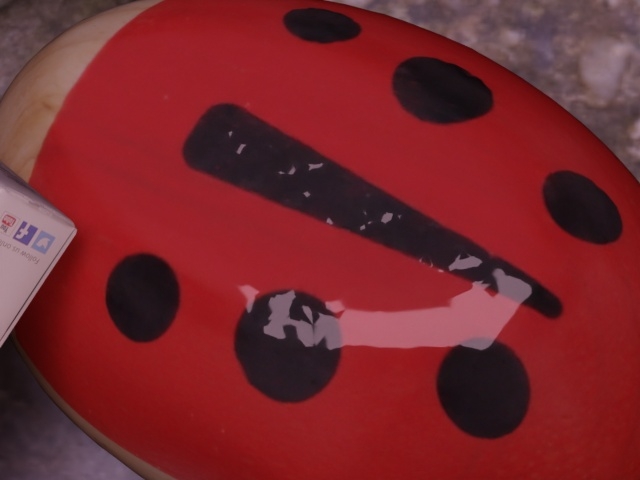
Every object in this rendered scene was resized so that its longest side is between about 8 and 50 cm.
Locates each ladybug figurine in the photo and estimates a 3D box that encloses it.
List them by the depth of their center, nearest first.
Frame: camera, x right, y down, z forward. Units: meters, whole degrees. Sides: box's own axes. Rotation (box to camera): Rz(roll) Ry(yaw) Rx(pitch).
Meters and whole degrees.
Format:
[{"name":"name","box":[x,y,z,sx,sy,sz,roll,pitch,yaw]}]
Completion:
[{"name":"ladybug figurine","box":[0.000,0.000,0.781,0.449,0.162,0.305,23,71,19]}]

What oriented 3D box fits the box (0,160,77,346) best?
[{"name":"box","box":[-0.284,0.071,0.769,0.232,0.058,0.322,35,91,45]}]
